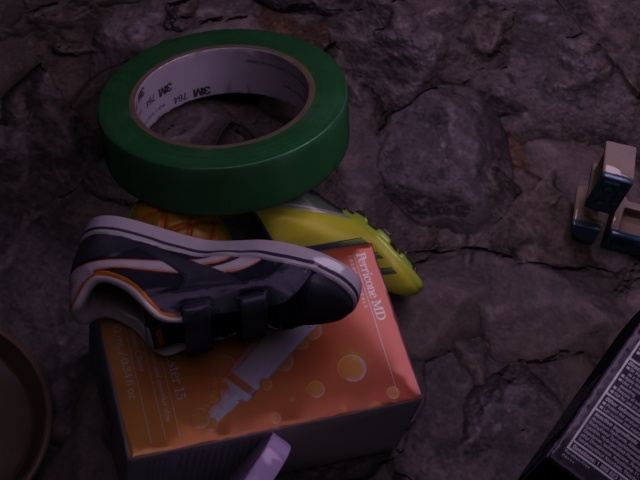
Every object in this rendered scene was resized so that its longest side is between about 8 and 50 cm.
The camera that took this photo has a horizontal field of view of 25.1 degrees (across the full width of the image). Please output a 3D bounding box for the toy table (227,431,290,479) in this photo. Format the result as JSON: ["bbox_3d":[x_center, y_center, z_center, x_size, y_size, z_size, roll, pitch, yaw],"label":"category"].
[{"bbox_3d":[-0.068,0.359,1.575,0.161,0.274,0.252,36,28,-2],"label":"toy table"}]

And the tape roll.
[{"bbox_3d":[-0.123,-0.158,1.850,0.321,0.077,0.321,-2,39,2],"label":"tape roll"}]

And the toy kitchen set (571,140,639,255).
[{"bbox_3d":[0.446,-0.021,1.895,0.207,0.166,0.122,14,60,-2],"label":"toy kitchen set"}]

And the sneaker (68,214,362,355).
[{"bbox_3d":[-0.121,0.068,1.580,0.321,0.126,0.127,9,56,7],"label":"sneaker"}]

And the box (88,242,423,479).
[{"bbox_3d":[-0.084,0.158,1.704,0.345,0.168,0.215,-10,63,-15],"label":"box"}]

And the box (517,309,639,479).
[{"bbox_3d":[0.438,0.268,1.728,0.296,0.183,0.294,37,63,9],"label":"box"}]

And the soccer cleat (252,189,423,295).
[{"bbox_3d":[0.000,0.000,1.863,0.289,0.093,0.121,35,83,7],"label":"soccer cleat"}]

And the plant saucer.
[{"bbox_3d":[-0.454,0.215,1.682,0.278,0.041,0.278,5,61,-8],"label":"plant saucer"}]

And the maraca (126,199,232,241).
[{"bbox_3d":[-0.162,0.012,1.812,0.186,0.099,0.127,40,62,-2],"label":"maraca"}]
